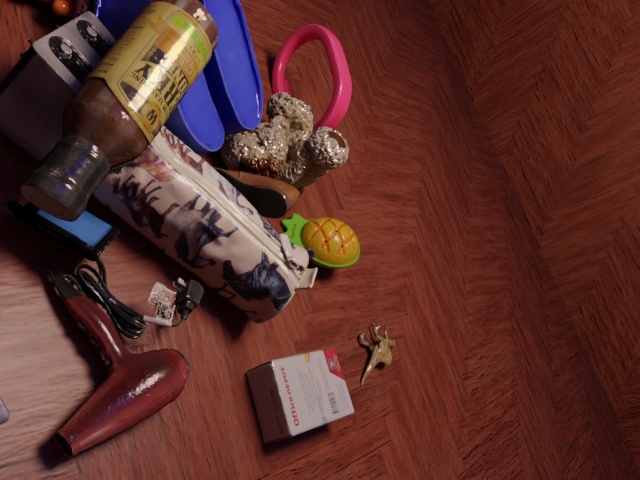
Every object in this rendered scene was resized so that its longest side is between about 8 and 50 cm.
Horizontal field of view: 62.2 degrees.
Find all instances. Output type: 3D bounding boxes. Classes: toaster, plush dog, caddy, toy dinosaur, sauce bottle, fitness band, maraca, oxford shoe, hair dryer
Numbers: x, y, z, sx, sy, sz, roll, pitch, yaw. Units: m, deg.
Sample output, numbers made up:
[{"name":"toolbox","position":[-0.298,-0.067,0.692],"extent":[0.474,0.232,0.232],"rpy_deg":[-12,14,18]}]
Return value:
[{"name":"toaster","position":[-0.385,-0.221,0.775],"extent":[0.110,0.186,0.168],"rpy_deg":[46,30,-24]},{"name":"plush dog","position":[-0.104,-0.182,1.117],"extent":[0.225,0.210,0.262],"rpy_deg":[-1,39,-37]},{"name":"caddy","position":[-0.251,-0.306,0.938],"extent":[0.241,0.179,0.341],"rpy_deg":[-43,129,-45]},{"name":"toy dinosaur","position":[0.130,0.240,1.187],"extent":[0.092,0.053,0.183],"rpy_deg":[61,35,-3]},{"name":"sauce bottle","position":[-0.252,-0.179,0.691],"extent":[0.111,0.111,0.344],"rpy_deg":[38,61,-29]},{"name":"fitness band","position":[-0.026,-0.386,1.288],"extent":[0.054,0.209,0.290],"rpy_deg":[9,59,-47]},{"name":"maraca","position":[0.000,0.000,1.159],"extent":[0.186,0.099,0.127],"rpy_deg":[16,48,-13]},{"name":"oxford shoe","position":[-0.136,-0.094,0.989],"extent":[0.076,0.212,0.076],"rpy_deg":[-41,144,-53]},{"name":"hair dryer","position":[-0.289,0.153,0.735],"extent":[0.224,0.080,0.293],"rpy_deg":[20,44,-22]}]

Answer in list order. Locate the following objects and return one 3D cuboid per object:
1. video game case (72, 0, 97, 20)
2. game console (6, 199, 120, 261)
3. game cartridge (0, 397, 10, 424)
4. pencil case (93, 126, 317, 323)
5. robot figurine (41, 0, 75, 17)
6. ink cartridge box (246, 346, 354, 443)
[{"name":"video game case","position":[-0.331,-0.417,0.956],"extent":[0.042,0.210,0.232],"rpy_deg":[27,25,24]},{"name":"game console","position":[-0.352,-0.032,0.740],"extent":[0.122,0.107,0.071],"rpy_deg":[32,69,-10]},{"name":"game cartridge","position":[-0.444,0.095,0.473],"extent":[0.196,0.060,0.294],"rpy_deg":[-29,109,-32]},{"name":"pencil case","position":[-0.193,-0.041,0.870],"extent":[0.410,0.183,0.160],"rpy_deg":[44,39,-22]},{"name":"robot figurine","position":[-0.441,-0.468,0.905],"extent":[0.219,0.128,0.158],"rpy_deg":[-13,121,-54]},{"name":"ink cartridge box","position":[-0.034,0.270,0.944],"extent":[0.175,0.072,0.127],"rpy_deg":[3,65,-50]}]
